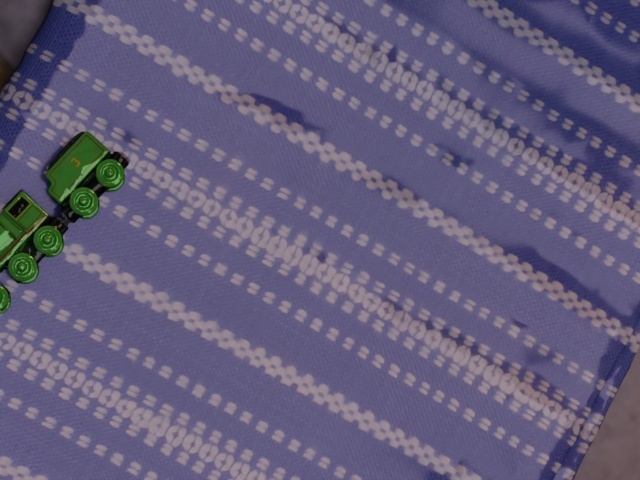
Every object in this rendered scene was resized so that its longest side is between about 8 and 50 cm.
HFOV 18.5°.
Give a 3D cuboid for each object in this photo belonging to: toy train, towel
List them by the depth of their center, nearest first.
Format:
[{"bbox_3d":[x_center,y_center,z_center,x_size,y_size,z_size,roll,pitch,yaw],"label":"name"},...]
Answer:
[{"bbox_3d":[-0.096,-0.001,0.637,0.023,0.017,0.083,43,83,0],"label":"toy train"},{"bbox_3d":[0.000,0.000,0.685,0.243,0.040,0.336,30,85,-12],"label":"towel"}]
